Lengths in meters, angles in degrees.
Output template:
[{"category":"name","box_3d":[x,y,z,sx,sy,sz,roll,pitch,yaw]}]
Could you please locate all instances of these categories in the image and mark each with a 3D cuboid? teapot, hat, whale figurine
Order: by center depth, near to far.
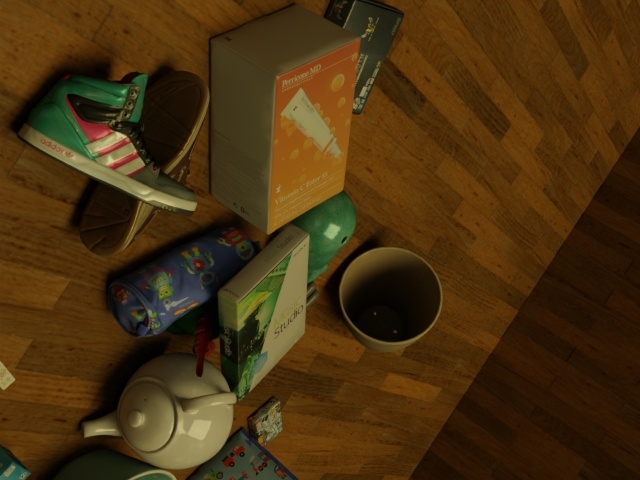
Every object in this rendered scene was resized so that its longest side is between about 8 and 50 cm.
[{"category":"teapot","box_3d":[-0.306,0.341,1.933,0.256,0.252,0.187,-61,154,11]},{"category":"hat","box_3d":[-0.203,0.172,1.981,0.208,0.183,0.173,-51,149,-8]},{"category":"whale figurine","box_3d":[0.000,0.000,2.152,0.216,0.141,0.272,-34,145,-34]}]

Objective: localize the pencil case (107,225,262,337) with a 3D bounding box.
[{"category":"pencil case","box_3d":[-0.254,0.078,1.869,0.306,0.133,0.119,-28,163,-38]}]

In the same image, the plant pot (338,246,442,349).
[{"category":"plant pot","box_3d":[0.168,0.185,2.518,0.256,0.256,0.274,-45,165,-18]}]

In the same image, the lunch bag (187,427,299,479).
[{"category":"lunch bag","box_3d":[-0.163,0.648,2.408,0.221,0.293,0.138,-42,147,-23]}]

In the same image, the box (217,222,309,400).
[{"category":"box","box_3d":[-0.113,0.149,1.973,0.232,0.058,0.322,-45,152,-35]}]

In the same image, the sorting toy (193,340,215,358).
[{"category":"sorting toy","box_3d":[-0.316,0.341,2.127,0.132,0.046,0.274,-3,122,-55]}]

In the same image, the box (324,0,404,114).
[{"category":"box","box_3d":[0.057,-0.371,1.947,0.183,0.059,0.232,-1,120,-54]}]

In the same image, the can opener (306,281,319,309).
[{"category":"can opener","box_3d":[-0.098,0.206,2.278,0.280,0.093,0.074,-49,149,-22]}]

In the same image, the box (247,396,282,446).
[{"category":"box","box_3d":[-0.143,0.478,2.538,0.094,0.027,0.137,-39,146,-30]}]

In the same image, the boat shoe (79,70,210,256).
[{"category":"boat shoe","box_3d":[-0.284,-0.127,1.652,0.342,0.123,0.123,-62,168,7]}]

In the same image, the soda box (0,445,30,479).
[{"category":"soda box","box_3d":[-0.633,0.472,1.764,0.210,0.071,0.067,-48,149,-13]}]

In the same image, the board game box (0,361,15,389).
[{"category":"board game box","box_3d":[-0.551,0.165,1.544,0.026,0.103,0.154,-43,149,-21]}]

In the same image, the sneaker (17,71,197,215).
[{"category":"sneaker","box_3d":[-0.293,-0.168,1.505,0.295,0.124,0.178,27,91,-28]}]

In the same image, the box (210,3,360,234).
[{"category":"box","box_3d":[-0.071,-0.222,1.797,0.215,0.168,0.345,-32,143,-35]}]

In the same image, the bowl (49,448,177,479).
[{"category":"bowl","box_3d":[-0.463,0.555,2.006,0.311,0.163,0.311,-37,146,-31]}]
